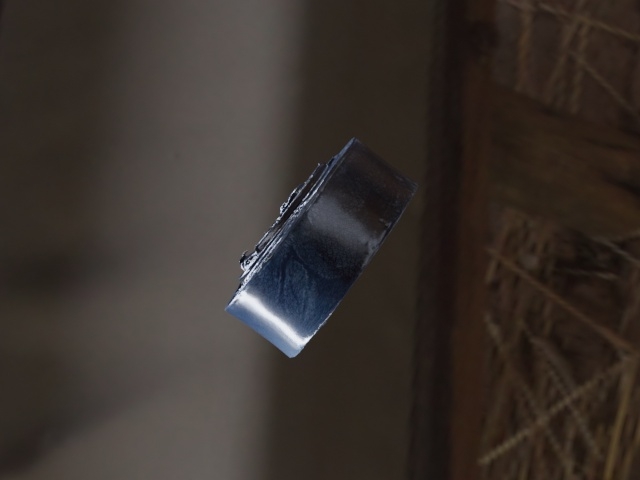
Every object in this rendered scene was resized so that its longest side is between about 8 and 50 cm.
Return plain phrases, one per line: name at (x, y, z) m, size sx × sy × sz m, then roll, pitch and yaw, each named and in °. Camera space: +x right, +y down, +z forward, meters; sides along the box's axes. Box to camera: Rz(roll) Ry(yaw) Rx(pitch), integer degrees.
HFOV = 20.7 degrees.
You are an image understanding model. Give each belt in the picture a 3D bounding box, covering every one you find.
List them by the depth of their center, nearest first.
belt at (0.000, 0.000, 1.367) m, size 0.190 × 0.082 × 0.141 m, roll -55°, pitch 5°, yaw -39°
